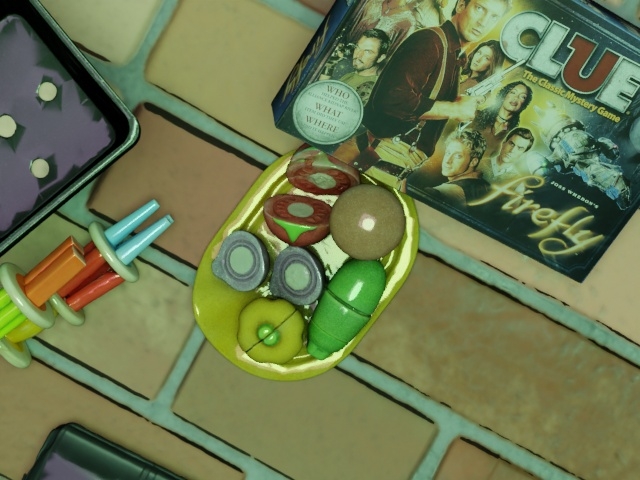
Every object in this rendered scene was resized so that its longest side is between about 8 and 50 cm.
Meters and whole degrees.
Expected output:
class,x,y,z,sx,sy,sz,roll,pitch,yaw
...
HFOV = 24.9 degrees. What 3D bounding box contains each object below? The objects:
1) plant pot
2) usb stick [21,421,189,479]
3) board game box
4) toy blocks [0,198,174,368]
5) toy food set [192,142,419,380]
class,x,y,z,sx,sy,sz,roll,pitch,yaw
plant pot,-0.229,-0.080,0.961,0.187,0.167,0.188,-40,88,4
usb stick,-0.080,0.216,1.019,0.278,0.045,0.077,26,86,3
board game box,0.114,-0.092,0.934,0.243,0.042,0.165,26,113,-18
toy blocks,-0.171,0.024,0.981,0.148,0.123,0.054,-38,84,4
toy food set,0.000,0.000,0.995,0.128,0.071,0.218,36,93,2
